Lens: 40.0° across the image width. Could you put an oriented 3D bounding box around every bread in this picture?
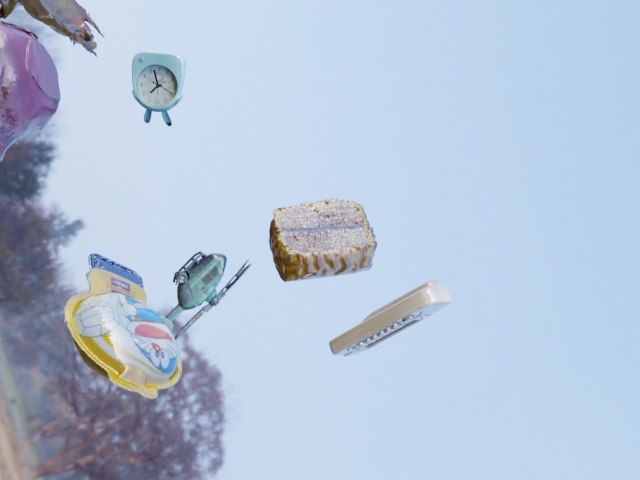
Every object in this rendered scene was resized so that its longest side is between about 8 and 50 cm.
[{"bbox_3d":[0.000,0.000,1.851,0.181,0.222,0.096,-116,-154,-44],"label":"bread"}]

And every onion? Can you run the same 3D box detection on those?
[{"bbox_3d":[-0.435,-0.187,1.174,0.195,0.140,0.218,56,23,-64],"label":"onion"}]

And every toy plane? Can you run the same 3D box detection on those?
[{"bbox_3d":[-0.231,0.098,1.580,0.096,0.235,0.060,45,-9,-12],"label":"toy plane"}]

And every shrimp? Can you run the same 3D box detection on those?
[{"bbox_3d":[-0.444,-0.349,1.345,0.150,0.249,0.068,-35,-131,28],"label":"shrimp"}]

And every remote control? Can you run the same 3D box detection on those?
[{"bbox_3d":[0.119,0.138,1.531,0.230,0.090,0.049,-33,-110,30],"label":"remote control"}]

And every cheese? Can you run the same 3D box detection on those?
[{"bbox_3d":[-0.260,0.107,1.147,0.069,0.177,0.270,-51,-146,16],"label":"cheese"}]

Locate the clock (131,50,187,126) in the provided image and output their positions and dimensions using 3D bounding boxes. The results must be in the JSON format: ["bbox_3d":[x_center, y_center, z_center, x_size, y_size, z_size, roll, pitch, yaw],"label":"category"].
[{"bbox_3d":[-0.330,-0.308,1.787,0.045,0.108,0.147,-78,174,-82],"label":"clock"}]
